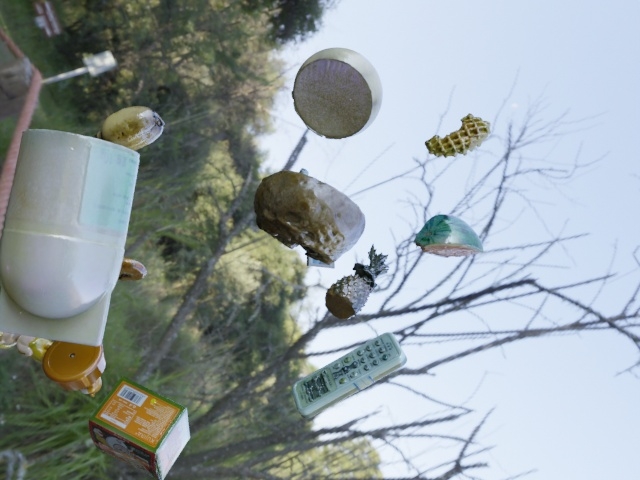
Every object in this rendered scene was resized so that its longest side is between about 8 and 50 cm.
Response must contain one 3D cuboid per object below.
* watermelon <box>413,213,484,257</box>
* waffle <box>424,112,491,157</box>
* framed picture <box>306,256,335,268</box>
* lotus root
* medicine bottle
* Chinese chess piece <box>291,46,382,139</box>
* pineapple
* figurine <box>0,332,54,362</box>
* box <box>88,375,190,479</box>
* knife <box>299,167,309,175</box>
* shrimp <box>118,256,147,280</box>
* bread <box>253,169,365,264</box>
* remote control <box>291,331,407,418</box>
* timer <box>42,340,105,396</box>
[{"bbox_3d":[0.436,-0.032,2.142,0.128,0.231,0.146,-34,-131,54],"label":"watermelon"},{"bbox_3d":[0.411,-0.312,1.894,0.149,0.194,0.051,33,-23,44],"label":"waffle"},{"bbox_3d":[0.000,0.000,1.719,0.011,0.109,0.149,-8,-100,39],"label":"framed picture"},{"bbox_3d":[-0.543,-0.303,1.771,0.118,0.221,0.125,-112,-178,-50],"label":"lotus root"},{"bbox_3d":[-0.519,-0.001,1.297,0.236,0.236,0.406,170,-71,-75],"label":"medicine bottle"},{"bbox_3d":[0.050,-0.433,1.887,0.112,0.270,0.270,-59,143,-50],"label":"Chinese chess piece"},{"bbox_3d":[0.117,0.120,1.826,0.125,0.251,0.125,24,-43,25],"label":"pineapple"},{"bbox_3d":[-0.791,0.237,1.645,0.246,0.156,0.131,31,-60,10],"label":"figurine"},{"bbox_3d":[-0.451,0.478,1.601,0.195,0.148,0.177,22,-41,11],"label":"box"},{"bbox_3d":[-0.077,-0.157,2.011,0.023,0.044,0.162,49,-55,31],"label":"knife"},{"bbox_3d":[-0.699,0.092,2.108,0.150,0.249,0.068,102,-5,-57],"label":"shrimp"},{"bbox_3d":[-0.026,-0.040,1.223,0.230,0.123,0.230,22,-13,5],"label":"bread"},{"bbox_3d":[0.081,0.381,1.790,0.065,0.335,0.128,60,2,-34],"label":"remote control"},{"bbox_3d":[-0.543,0.304,1.457,0.132,0.132,0.152,55,-20,40],"label":"timer"}]
